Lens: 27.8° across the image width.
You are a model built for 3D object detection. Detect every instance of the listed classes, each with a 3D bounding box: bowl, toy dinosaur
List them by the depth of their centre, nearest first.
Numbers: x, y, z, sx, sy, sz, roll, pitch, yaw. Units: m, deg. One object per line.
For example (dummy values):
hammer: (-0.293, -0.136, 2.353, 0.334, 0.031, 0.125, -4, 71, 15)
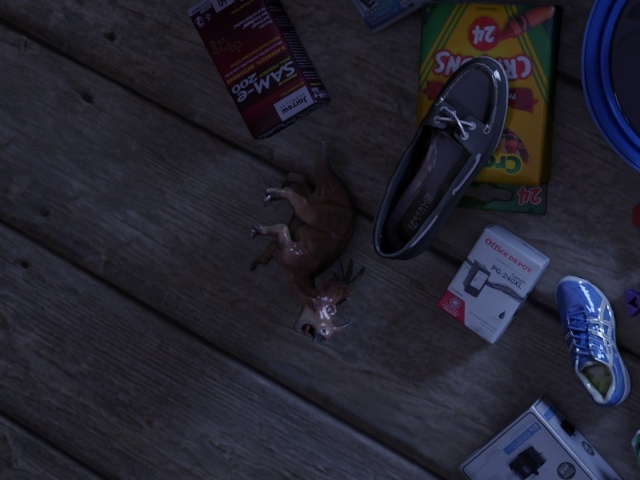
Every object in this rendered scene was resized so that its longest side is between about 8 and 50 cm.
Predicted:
bowl: (0.567, -0.257, 1.823, 0.391, 0.077, 0.391, 3, 98, 22)
toy dinosaur: (0.000, 0.000, 2.067, 0.200, 0.127, 0.295, 22, 93, 10)

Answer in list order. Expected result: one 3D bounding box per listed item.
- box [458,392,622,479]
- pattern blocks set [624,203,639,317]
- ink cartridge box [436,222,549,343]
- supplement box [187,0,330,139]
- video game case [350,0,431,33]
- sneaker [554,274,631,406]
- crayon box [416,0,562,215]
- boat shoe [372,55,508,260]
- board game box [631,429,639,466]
box: (0.373, 0.401, 1.986, 0.169, 0.087, 0.290, -43, 81, 21)
pattern blocks set: (0.571, 0.087, 1.825, 0.325, 0.026, 0.285, 11, 102, 45)
ink cartridge box: (0.266, 0.065, 1.994, 0.109, 0.063, 0.150, 35, 109, 14)
supplement box: (-0.099, -0.298, 2.085, 0.130, 0.073, 0.239, -29, 87, 22)
video game case: (0.135, -0.507, 1.917, 0.329, 0.036, 0.300, -27, 113, 23)
sneaker: (0.408, 0.152, 1.941, 0.080, 0.081, 0.211, -25, 86, 24)
crayon box: (0.251, -0.198, 1.955, 0.202, 0.081, 0.318, 5, 100, 21)
boat shoe: (0.175, -0.111, 1.901, 0.112, 0.095, 0.335, 31, 111, 14)
board game box: (0.688, 0.413, 1.841, 0.390, 0.050, 0.390, -17, 103, 23)
